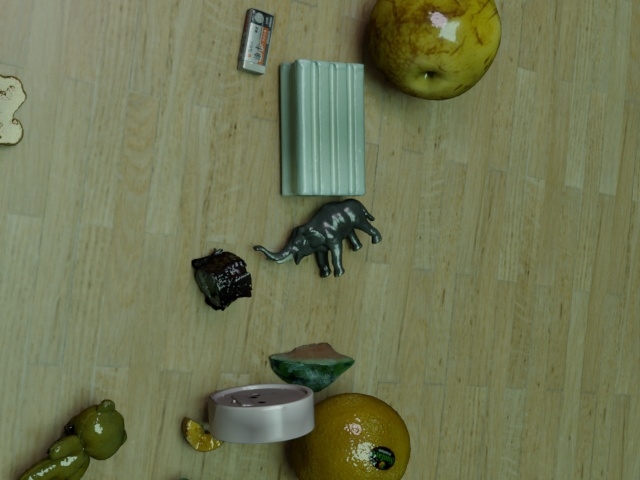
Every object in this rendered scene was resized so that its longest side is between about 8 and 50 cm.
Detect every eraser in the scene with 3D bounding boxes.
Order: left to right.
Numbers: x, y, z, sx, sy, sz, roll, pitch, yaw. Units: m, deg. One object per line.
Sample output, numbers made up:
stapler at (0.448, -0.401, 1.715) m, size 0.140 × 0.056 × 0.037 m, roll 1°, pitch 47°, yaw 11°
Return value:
eraser at (-0.125, -0.385, 1.868) m, size 0.052 × 0.029 × 0.122 m, roll 12°, pitch 85°, yaw -32°

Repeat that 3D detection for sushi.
sushi at (-0.182, 0.074, 1.812) m, size 0.084 × 0.098 × 0.094 m, roll -26°, pitch 123°, yaw -26°

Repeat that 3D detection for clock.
clock at (-0.109, 0.318, 1.788) m, size 0.197 × 0.197 × 0.068 m, roll -6°, pitch 94°, yaw -32°

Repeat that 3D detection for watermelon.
watermelon at (-0.028, 0.257, 1.932) m, size 0.155 × 0.080 × 0.101 m, roll 2°, pitch 125°, yaw -35°

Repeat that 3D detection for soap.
soap at (0.004, -0.220, 1.918) m, size 0.159 × 0.087 × 0.265 m, roll -2°, pitch 92°, yaw -33°

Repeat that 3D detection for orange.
orange at (0.059, 0.407, 1.888) m, size 0.236 × 0.236 × 0.236 m, roll 0°, pitch 91°, yaw -33°

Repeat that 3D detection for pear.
pear at (0.233, -0.425, 1.966) m, size 0.280 × 0.280 × 0.281 m, roll 0°, pitch 91°, yaw -33°

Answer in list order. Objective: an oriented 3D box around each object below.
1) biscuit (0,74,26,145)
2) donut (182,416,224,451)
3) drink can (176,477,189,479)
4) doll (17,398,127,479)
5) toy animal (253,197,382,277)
biscuit at (-0.576, -0.181, 1.580) m, size 0.166 × 0.036 × 0.226 m, roll 23°, pitch 81°, yaw -30°
donut at (-0.224, 0.362, 1.811) m, size 0.083 × 0.038 × 0.067 m, roll 1°, pitch 88°, yaw -37°
drink can at (-0.215, 0.538, 1.771) m, size 0.118 × 0.118 × 0.205 m, roll -46°, pitch 113°, yaw -23°
doll at (-0.432, 0.357, 1.652) m, size 0.209 × 0.097 × 0.137 m, roll -34°, pitch 146°, yaw -20°
toy animal at (0.002, 0.010, 1.927) m, size 0.269 × 0.082 × 0.137 m, roll -31°, pitch 104°, yaw -24°
